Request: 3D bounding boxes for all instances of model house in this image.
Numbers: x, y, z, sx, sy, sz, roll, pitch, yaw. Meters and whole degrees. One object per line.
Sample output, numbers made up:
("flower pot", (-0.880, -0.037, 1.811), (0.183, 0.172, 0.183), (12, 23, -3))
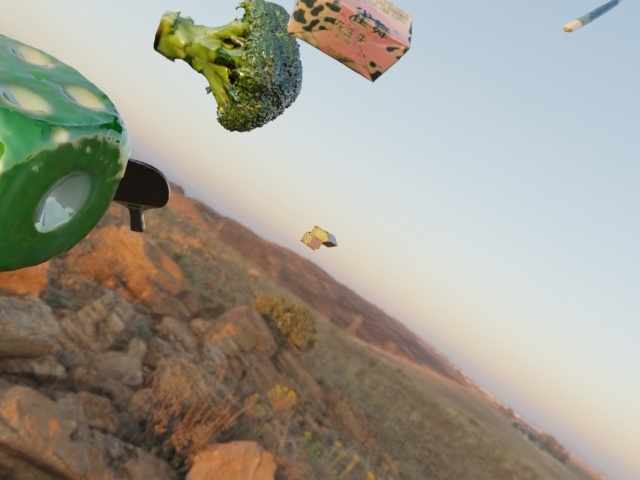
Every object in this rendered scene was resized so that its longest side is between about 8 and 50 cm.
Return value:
("model house", (0.000, 0.000, 1.398), (0.058, 0.057, 0.083), (33, -1, 23))

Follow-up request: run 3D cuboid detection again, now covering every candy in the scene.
("candy", (0.038, -0.295, 0.805), (0.160, 0.073, 0.092), (26, -35, -18))

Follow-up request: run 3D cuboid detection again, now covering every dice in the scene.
("dice", (-0.519, -0.145, 0.952), (0.300, 0.287, 0.297), (38, 24, 9))

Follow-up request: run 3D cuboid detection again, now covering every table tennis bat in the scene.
("table tennis bat", (-0.406, -0.094, 1.289), (0.154, 0.021, 0.274), (10, -31, -8))

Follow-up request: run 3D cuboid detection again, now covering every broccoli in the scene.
("broccoli", (-0.175, -0.364, 1.193), (0.297, 0.297, 0.297), (22, 0, -12))

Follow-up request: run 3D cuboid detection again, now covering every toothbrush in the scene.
("toothbrush", (0.507, -0.410, 1.040), (0.019, 0.276, 0.025), (29, -38, 40))
